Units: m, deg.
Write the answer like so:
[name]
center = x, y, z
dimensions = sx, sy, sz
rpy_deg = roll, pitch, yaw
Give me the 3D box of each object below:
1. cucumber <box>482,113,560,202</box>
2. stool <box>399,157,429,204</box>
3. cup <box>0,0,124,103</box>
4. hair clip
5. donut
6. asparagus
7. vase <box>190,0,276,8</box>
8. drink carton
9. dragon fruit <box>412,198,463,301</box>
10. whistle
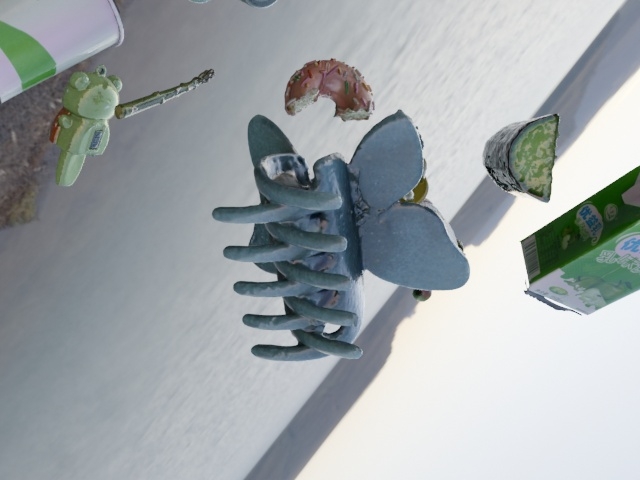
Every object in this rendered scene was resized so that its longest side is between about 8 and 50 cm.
[cucumber]
center = 0.271, -0.119, 0.880
dimensions = 0.244, 0.063, 0.115
rpy_deg = -57, 155, -83
[stool]
center = 0.192, -0.143, 1.439
dimensions = 0.135, 0.134, 0.110
rpy_deg = -22, 157, 11
[cup]
center = -0.553, -0.408, 1.149
dimensions = 0.274, 0.253, 0.253
rpy_deg = -47, 170, -24
[hair clip]
center = 0.000, 0.000, 0.889
dimensions = 0.238, 0.392, 0.318
rpy_deg = -58, 147, -49
[donut]
center = 0.018, -0.271, 1.078
dimensions = 0.166, 0.117, 0.065
rpy_deg = 1, 165, -23
[asparagus]
center = -0.248, -0.245, 1.015
dimensions = 0.025, 0.024, 0.248
rpy_deg = -16, -162, 36
[vase]
center = -0.203, -0.575, 1.331
dimensions = 0.143, 0.299, 0.143
rpy_deg = -18, 123, -31
[drink carton]
center = 0.473, 0.013, 0.992
dimensions = 0.271, 0.161, 0.108
rpy_deg = -44, -148, 48
[dragon fruit]
center = 0.301, 0.024, 1.726
dimensions = 0.130, 0.295, 0.268
rpy_deg = -7, -174, 34
[whistle]
center = -0.515, -0.246, 1.323
dimensions = 0.288, 0.106, 0.131
rpy_deg = -61, 163, 21
